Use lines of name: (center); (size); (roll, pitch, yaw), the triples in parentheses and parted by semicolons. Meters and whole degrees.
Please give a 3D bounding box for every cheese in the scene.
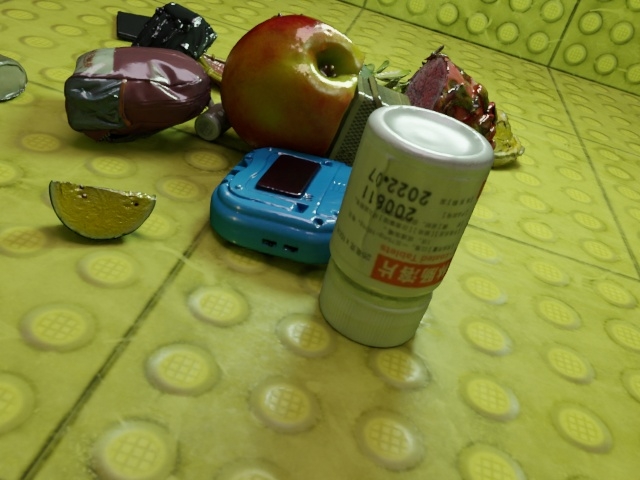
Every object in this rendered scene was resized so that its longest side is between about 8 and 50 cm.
cheese: (-0.808, -0.397, 1.450); (0.202, 0.091, 0.175); (27, 32, 14)

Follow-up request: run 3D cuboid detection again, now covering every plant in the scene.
plant: (0.072, -0.413, 1.732); (0.296, 0.261, 0.306); (20, 26, -18)

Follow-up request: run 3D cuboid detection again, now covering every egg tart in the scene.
egg tart: (0.476, -0.355, 1.953); (0.341, 0.132, 0.341); (11, 33, -7)

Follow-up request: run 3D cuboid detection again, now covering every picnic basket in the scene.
picnic basket: (0.100, -0.243, 1.490); (0.139, 0.267, 0.165); (20, 29, -12)

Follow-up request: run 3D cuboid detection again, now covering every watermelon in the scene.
watermelon: (-0.393, -0.042, 1.113); (0.181, 0.092, 0.075); (9, 46, -27)

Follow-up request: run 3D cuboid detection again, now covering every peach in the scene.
peach: (-0.094, -0.335, 1.469); (0.306, 0.380, 0.243); (30, 71, -11)

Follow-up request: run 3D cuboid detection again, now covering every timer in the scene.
timer: (-0.051, -0.084, 1.297); (0.308, 0.115, 0.340); (14, 31, 8)

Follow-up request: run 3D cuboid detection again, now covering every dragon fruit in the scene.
dragon fruit: (0.349, -0.319, 1.724); (0.262, 0.314, 0.296); (25, 31, -22)

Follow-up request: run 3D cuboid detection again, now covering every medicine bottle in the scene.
medicine bottle: (0.130, -0.018, 1.054); (0.211, 0.372, 0.211); (11, 32, -7)

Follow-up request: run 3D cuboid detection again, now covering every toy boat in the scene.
toy boat: (-0.245, -0.487, 1.851); (0.317, 0.099, 0.141); (22, 33, 13)

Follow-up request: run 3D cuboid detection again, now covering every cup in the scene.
cup: (-0.267, -0.311, 1.564); (0.074, 0.102, 0.099); (6, 30, 17)

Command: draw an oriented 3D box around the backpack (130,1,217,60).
backpack: (-0.436, -0.565, 1.791); (0.206, 0.133, 0.258); (35, 81, 24)

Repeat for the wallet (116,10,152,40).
wallet: (-0.611, -0.706, 2.073); (0.124, 0.025, 0.244); (4, 33, -20)

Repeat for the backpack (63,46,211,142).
backpack: (-0.412, -0.345, 1.449); (0.317, 0.197, 0.283); (-4, 34, -12)
